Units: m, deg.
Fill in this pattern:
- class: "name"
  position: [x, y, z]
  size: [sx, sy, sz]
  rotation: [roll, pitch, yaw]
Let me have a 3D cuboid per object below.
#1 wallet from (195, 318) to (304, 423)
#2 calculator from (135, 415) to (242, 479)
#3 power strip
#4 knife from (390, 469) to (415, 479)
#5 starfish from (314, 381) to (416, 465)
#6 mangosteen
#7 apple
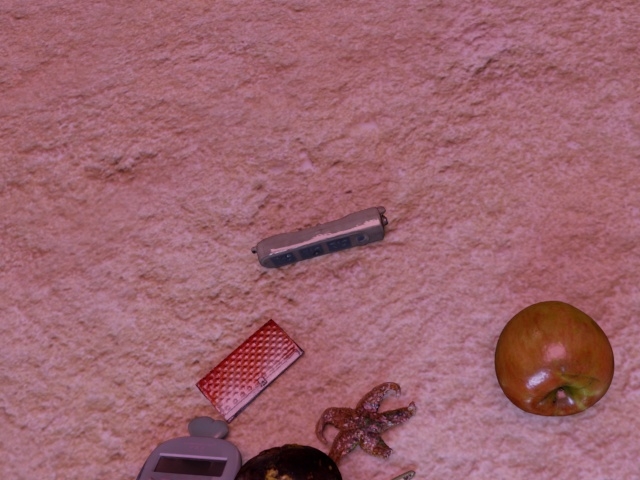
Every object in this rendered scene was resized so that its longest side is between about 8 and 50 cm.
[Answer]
- class: "wallet"
  position: [-0.135, 0.247, 1.391]
  size: [0.196, 0.020, 0.103]
  rotation: [-41, 63, -12]
- class: "calculator"
  position: [-0.233, 0.426, 1.245]
  size: [0.186, 0.041, 0.298]
  rotation: [-2, 34, 15]
- class: "power strip"
  position: [-0.001, -0.002, 1.466]
  size: [0.286, 0.080, 0.048]
  rotation: [-14, 62, 4]
- class: "knife"
  position: [0.079, 0.458, 1.242]
  size: [0.207, 0.014, 0.030]
  rotation: [-32, 61, -6]
- class: "starfish"
  position: [0.074, 0.342, 1.296]
  size: [0.209, 0.053, 0.150]
  rotation: [-47, 52, -10]
- class: "mangosteen"
  position: [-0.051, 0.444, 1.178]
  size: [0.192, 0.192, 0.217]
  rotation: [-11, 74, 5]
- class: "apple"
  position: [0.393, 0.197, 1.226]
  size: [0.196, 0.196, 0.195]
  rotation: [-4, 61, 8]
